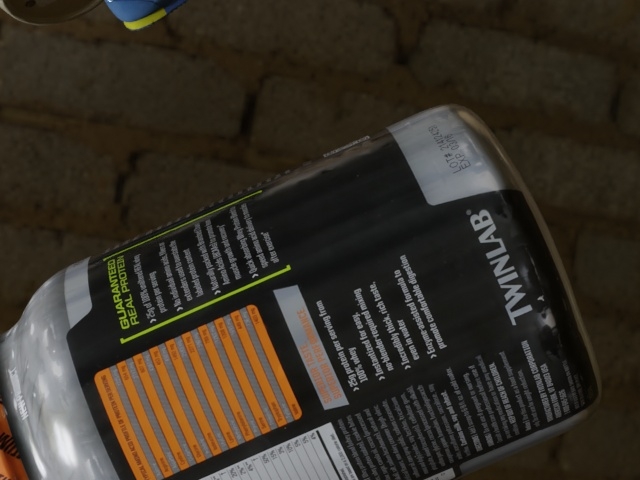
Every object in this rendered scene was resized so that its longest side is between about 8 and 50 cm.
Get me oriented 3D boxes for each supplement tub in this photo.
[{"bbox_3d":[-0.026,0.069,0.742,0.316,0.193,0.193,-23,176,1],"label":"supplement tub"}]

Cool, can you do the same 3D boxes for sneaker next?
[{"bbox_3d":[-0.167,-0.338,1.619,0.069,0.209,0.082,50,172,49],"label":"sneaker"}]

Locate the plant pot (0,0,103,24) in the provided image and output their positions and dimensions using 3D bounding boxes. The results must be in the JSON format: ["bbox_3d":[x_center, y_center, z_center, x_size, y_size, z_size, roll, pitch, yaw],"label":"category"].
[{"bbox_3d":[-0.310,-0.358,1.371,0.256,0.274,0.256,-22,152,-12],"label":"plant pot"}]
